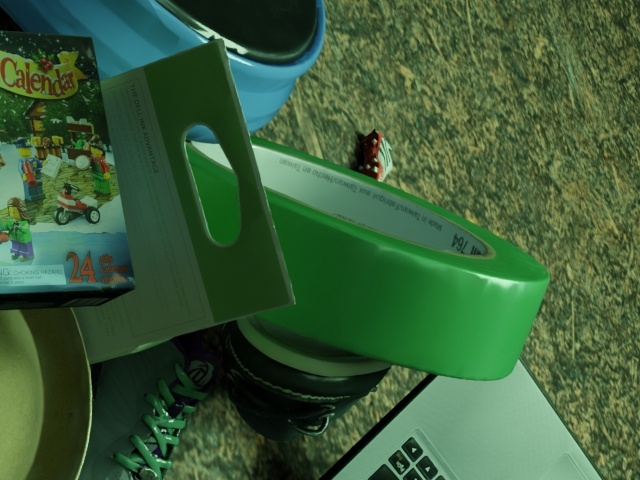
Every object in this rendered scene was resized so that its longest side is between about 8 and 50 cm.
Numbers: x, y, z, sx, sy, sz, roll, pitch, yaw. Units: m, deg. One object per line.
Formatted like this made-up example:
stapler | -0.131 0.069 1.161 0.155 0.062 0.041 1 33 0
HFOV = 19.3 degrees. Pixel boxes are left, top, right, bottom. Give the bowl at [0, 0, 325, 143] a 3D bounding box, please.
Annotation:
bowl | -0.140 -0.251 1.331 0.391 0.077 0.391 42 28 -28

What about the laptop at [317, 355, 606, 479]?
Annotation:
laptop | 0.136 0.354 1.436 0.408 0.236 0.382 -43 122 -11

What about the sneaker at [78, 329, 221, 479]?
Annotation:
sneaker | -0.119 0.116 1.268 0.083 0.098 0.223 42 42 -43

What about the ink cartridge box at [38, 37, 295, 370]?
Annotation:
ink cartridge box | -0.127 -0.015 1.179 0.056 0.235 0.171 -15 89 -65

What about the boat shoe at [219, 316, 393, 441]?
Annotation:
boat shoe | -0.017 0.089 1.374 0.340 0.127 0.113 -90 -157 -81

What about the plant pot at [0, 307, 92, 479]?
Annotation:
plant pot | -0.238 0.086 1.097 0.236 0.032 0.236 13 71 -42

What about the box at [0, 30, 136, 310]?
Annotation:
box | -0.222 -0.040 1.053 0.233 0.044 0.159 -2 76 -41

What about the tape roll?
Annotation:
tape roll | 0.000 0.000 1.327 0.321 0.321 0.077 4 109 -59

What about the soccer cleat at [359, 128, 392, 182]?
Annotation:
soccer cleat | 0.051 -0.065 1.723 0.035 0.029 0.083 43 36 -36
